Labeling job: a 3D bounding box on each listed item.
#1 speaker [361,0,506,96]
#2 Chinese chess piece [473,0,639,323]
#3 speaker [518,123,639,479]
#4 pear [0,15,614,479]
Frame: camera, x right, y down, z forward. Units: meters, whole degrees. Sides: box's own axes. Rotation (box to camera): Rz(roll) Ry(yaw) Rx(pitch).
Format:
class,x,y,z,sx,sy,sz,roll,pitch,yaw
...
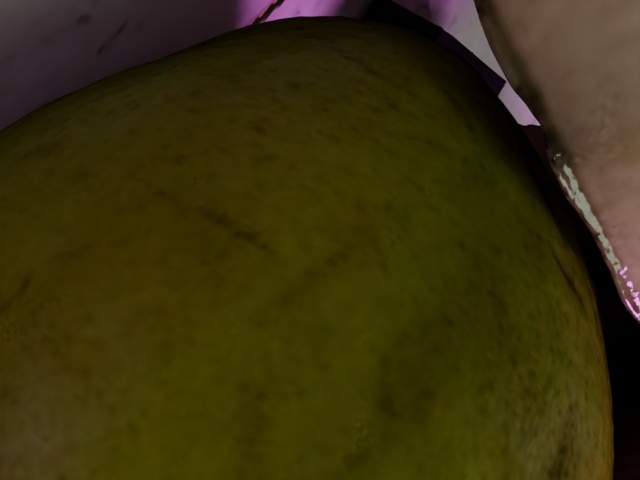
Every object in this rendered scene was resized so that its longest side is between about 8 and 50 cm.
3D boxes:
class,x,y,z,sx,sy,sz,roll,pitch,yaw
speaker,0.000,0.000,0.629,0.218,0.044,0.082,-60,151,6
Chinese chess piece,0.115,-0.082,0.502,0.104,0.257,0.257,-27,153,11
speaker,0.153,0.008,0.810,0.329,0.198,0.259,0,89,-71
pear,-0.034,0.064,0.446,0.307,0.252,0.253,-48,153,-41
